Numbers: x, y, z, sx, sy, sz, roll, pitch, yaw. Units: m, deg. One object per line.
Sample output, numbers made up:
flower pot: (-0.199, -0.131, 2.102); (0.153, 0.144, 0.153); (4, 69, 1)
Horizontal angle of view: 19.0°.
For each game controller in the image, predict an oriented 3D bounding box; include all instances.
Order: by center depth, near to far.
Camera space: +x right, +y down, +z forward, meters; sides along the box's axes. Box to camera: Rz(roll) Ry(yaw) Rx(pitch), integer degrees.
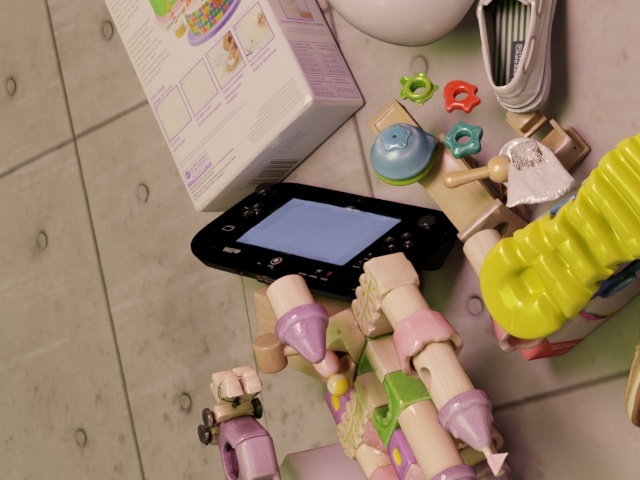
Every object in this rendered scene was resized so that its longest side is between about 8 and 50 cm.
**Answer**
game controller: (0.000, 0.000, 2.137); (0.319, 0.166, 0.067); (12, 120, 45)

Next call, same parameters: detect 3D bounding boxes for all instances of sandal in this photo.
sandal: (0.294, -0.024, 1.777); (0.317, 0.138, 0.126); (-31, 84, 36)

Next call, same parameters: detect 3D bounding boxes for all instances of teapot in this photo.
teapot: (0.060, -0.333, 1.997); (0.256, 0.187, 0.252); (129, 148, -48)

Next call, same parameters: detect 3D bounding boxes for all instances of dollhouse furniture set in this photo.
dollhouse furniture set: (0.176, -0.102, 2.034); (0.161, 0.101, 0.182); (-42, 61, 10)

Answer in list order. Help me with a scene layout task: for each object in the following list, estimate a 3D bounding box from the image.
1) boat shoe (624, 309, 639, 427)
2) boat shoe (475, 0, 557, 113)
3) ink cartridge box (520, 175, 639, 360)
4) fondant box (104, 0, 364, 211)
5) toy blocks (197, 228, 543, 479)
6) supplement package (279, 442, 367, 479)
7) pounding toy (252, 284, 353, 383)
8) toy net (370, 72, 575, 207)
boat shoe: (0.342, 0.091, 1.885); (0.072, 0.068, 0.190); (38, 108, 50)
boat shoe: (0.201, -0.246, 1.958); (0.083, 0.076, 0.226); (-12, 71, 22)
ink cartridge box: (0.265, 0.022, 1.945); (0.198, 0.067, 0.115); (-44, 63, 38)
fondant box: (-0.111, -0.234, 2.281); (0.238, 0.096, 0.330); (-41, 65, 38)
toy blocks: (0.079, 0.191, 1.906); (0.288, 0.309, 0.260); (106, 146, -49)
supplement package: (0.074, 0.375, 2.069); (0.293, 0.175, 0.177); (49, 129, 31)
pounding toy: (0.007, 0.113, 2.098); (0.181, 0.206, 0.094); (21, 127, 42)
toy net: (0.164, -0.092, 1.956); (0.232, 0.045, 0.122); (21, 67, 28)
